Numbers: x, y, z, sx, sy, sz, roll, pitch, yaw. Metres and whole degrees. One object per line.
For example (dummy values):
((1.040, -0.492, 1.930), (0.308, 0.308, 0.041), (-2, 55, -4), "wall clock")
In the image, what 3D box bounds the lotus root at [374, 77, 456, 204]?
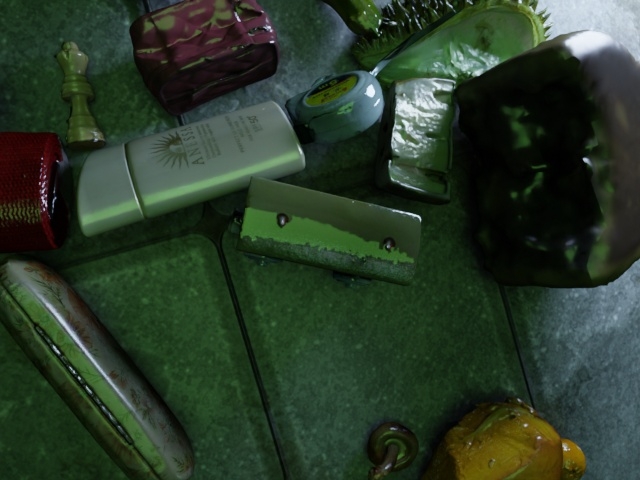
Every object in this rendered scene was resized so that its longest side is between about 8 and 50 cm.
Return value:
((0.164, -0.166, 0.846), (0.119, 0.138, 0.235), (9, 68, -6), "lotus root")

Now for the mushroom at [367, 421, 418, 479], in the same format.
((0.113, 0.374, 0.855), (0.129, 0.073, 0.088), (-18, 109, -45), "mushroom")

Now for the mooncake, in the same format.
((0.393, -0.117, 0.834), (0.393, 0.246, 0.394), (28, 79, -24), "mooncake")

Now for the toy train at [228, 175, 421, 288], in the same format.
((0.000, 0.000, 0.780), (0.299, 0.202, 0.131), (12, 84, -10), "toy train")

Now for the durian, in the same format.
((0.245, -0.384, 0.913), (0.394, 0.163, 0.198), (-13, 130, -8), "durian")

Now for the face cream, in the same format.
((-0.213, -0.124, 0.779), (0.348, 0.081, 0.173), (-19, 52, -11), "face cream")

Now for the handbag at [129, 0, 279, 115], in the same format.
((-0.182, -0.304, 0.782), (0.225, 0.146, 0.135), (-24, 88, -11), "handbag")

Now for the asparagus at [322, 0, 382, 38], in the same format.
((0.001, -0.492, 0.855), (0.082, 0.085, 0.343), (-40, 95, 4), "asparagus")

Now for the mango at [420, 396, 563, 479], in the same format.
((0.274, 0.439, 0.837), (0.199, 0.201, 0.350), (33, 90, 20), "mango")

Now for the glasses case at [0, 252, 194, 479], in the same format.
((-0.338, 0.201, 0.729), (0.098, 0.156, 0.425), (-37, 95, -12), "glasses case")

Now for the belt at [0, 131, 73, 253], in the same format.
((-0.447, -0.073, 0.711), (0.124, 0.128, 0.201), (-5, 57, -12), "belt")

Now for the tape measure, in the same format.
((0.103, -0.257, 0.800), (0.330, 0.164, 0.084), (-25, 132, 7), "tape measure")

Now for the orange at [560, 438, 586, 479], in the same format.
((0.468, 0.424, 0.932), (0.083, 0.070, 0.083), (0, 93, -9), "orange")

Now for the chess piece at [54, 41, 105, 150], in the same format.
((-0.393, -0.235, 0.783), (0.060, 0.060, 0.172), (-11, 88, -12), "chess piece")
